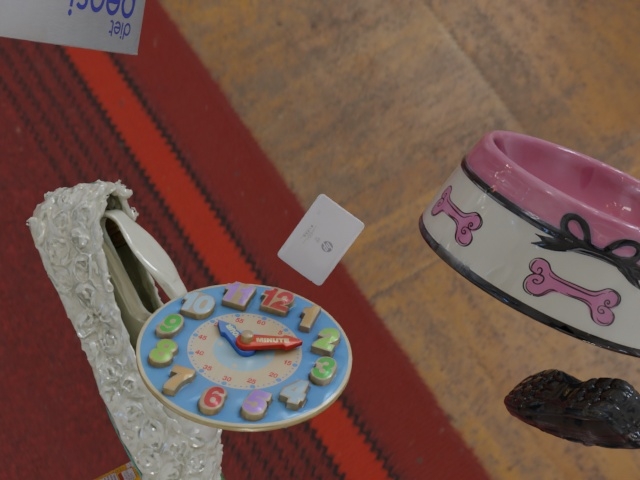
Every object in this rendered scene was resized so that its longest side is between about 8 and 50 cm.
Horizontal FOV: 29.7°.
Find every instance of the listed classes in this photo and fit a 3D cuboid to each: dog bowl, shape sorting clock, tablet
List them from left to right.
[{"bbox_3d":[-0.072,0.105,1.153,0.206,0.040,0.206,5,32,-3],"label":"shape sorting clock"},{"bbox_3d":[0.000,0.000,1.183,0.054,0.083,0.006,36,26,0],"label":"tablet"},{"bbox_3d":[0.344,-0.010,1.608,0.408,0.408,0.150,24,108,4],"label":"dog bowl"}]

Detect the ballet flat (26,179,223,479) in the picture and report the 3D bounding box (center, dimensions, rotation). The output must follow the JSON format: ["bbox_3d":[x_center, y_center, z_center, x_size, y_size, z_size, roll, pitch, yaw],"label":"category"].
[{"bbox_3d":[-0.194,0.114,1.356,0.147,0.147,0.409,-27,91,-18],"label":"ballet flat"}]

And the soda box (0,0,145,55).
[{"bbox_3d":[-0.231,-0.197,0.877,0.091,0.286,0.098,13,98,19],"label":"soda box"}]

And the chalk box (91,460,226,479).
[{"bbox_3d":[-0.180,0.436,1.646,0.179,0.180,0.289,-25,97,-13],"label":"chalk box"}]

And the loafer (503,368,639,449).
[{"bbox_3d":[0.275,0.189,1.309,0.076,0.223,0.078,-40,103,-19],"label":"loafer"}]
